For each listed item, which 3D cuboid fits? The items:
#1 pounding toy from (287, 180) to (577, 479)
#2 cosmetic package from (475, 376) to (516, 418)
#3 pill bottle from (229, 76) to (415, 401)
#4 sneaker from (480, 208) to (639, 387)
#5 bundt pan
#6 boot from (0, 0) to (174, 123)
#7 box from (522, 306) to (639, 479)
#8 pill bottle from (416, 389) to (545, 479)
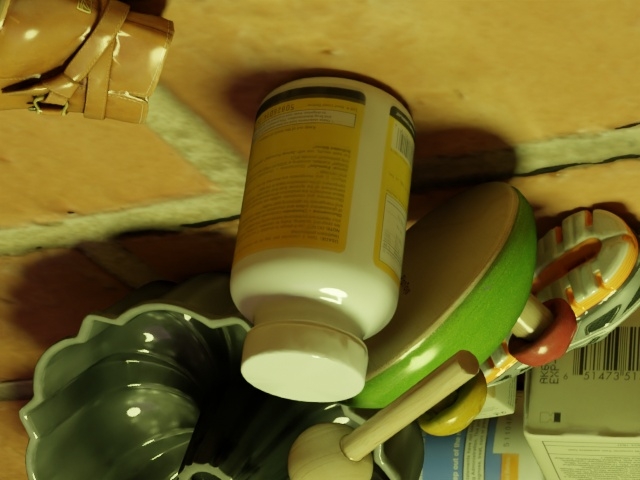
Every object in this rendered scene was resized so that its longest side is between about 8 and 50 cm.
[{"bbox_3d":[0.088,0.077,1.110,0.110,0.237,0.183,44,126,-15],"label":"pounding toy"},{"bbox_3d":[0.108,0.091,1.353,0.041,0.060,0.115,-13,148,33],"label":"cosmetic package"},{"bbox_3d":[0.000,0.000,1.057,0.103,0.184,0.103,6,153,3],"label":"pill bottle"},{"bbox_3d":[0.153,0.056,1.225,0.083,0.084,0.215,18,142,-42],"label":"sneaker"},{"bbox_3d":[-0.063,0.164,1.355,0.331,0.124,0.330,11,121,19],"label":"bundt pan"},{"bbox_3d":[-0.180,-0.094,1.050,0.152,0.073,0.197,11,156,-16],"label":"boot"},{"bbox_3d":[0.259,0.157,1.372,0.148,0.121,0.311,-1,152,16],"label":"box"},{"bbox_3d":[0.075,0.205,1.485,0.272,0.152,0.152,-2,152,20],"label":"pill bottle"}]
